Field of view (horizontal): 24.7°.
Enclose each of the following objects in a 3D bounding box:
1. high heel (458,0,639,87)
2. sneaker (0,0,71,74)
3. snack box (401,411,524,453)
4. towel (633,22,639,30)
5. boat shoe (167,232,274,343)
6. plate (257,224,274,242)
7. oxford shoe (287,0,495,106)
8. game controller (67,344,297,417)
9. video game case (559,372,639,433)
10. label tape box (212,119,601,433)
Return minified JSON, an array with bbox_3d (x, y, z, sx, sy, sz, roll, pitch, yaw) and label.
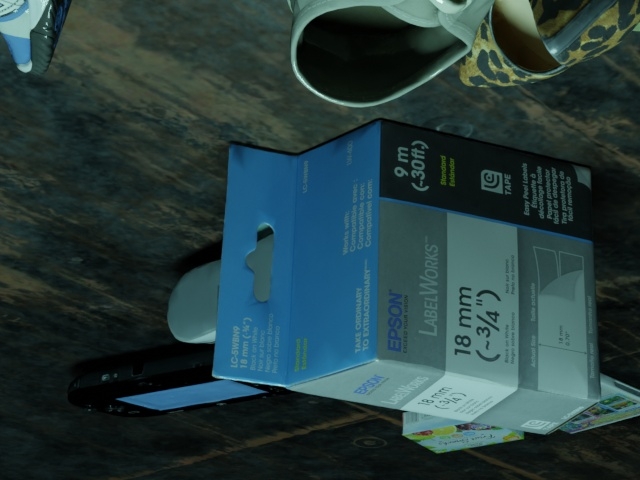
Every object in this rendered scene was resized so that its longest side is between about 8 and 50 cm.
[{"bbox_3d":[0.141,-0.142,1.031,0.093,0.186,0.261,47,143,-5],"label":"high heel"},{"bbox_3d":[-0.229,-0.205,1.078,0.081,0.080,0.211,9,145,1],"label":"sneaker"},{"bbox_3d":[0.198,0.258,2.036,0.141,0.037,0.100,-15,151,31],"label":"snack box"},{"bbox_3d":[0.280,-0.197,1.098,0.148,0.027,0.110,-2,153,12],"label":"towel"},{"bbox_3d":[-0.031,0.063,1.512,0.105,0.113,0.306,15,155,-38],"label":"boat shoe"},{"bbox_3d":[0.000,0.000,1.533,0.188,0.024,0.188,3,154,1],"label":"plate"},{"bbox_3d":[0.083,-0.225,0.944,0.169,0.130,0.449,11,152,-14],"label":"oxford shoe"},{"bbox_3d":[-0.166,0.187,1.886,0.319,0.067,0.166,-12,151,28],"label":"game controller"},{"bbox_3d":[0.353,0.220,1.967,0.143,0.019,0.157,23,146,-37],"label":"video game case"},{"bbox_3d":[0.083,0.027,1.330,0.334,0.240,0.106,11,153,-18],"label":"label tape box"}]
